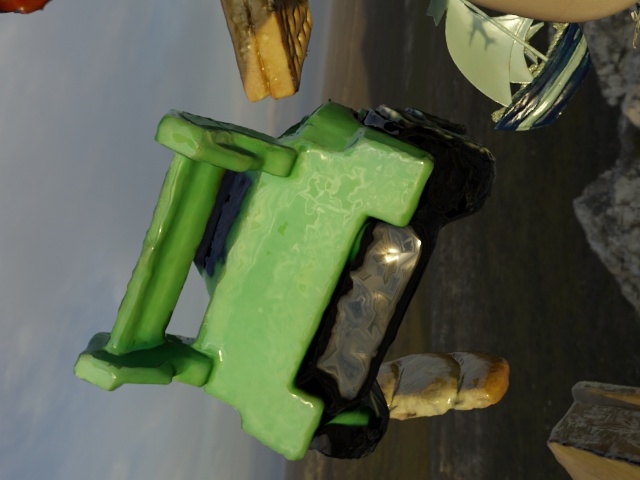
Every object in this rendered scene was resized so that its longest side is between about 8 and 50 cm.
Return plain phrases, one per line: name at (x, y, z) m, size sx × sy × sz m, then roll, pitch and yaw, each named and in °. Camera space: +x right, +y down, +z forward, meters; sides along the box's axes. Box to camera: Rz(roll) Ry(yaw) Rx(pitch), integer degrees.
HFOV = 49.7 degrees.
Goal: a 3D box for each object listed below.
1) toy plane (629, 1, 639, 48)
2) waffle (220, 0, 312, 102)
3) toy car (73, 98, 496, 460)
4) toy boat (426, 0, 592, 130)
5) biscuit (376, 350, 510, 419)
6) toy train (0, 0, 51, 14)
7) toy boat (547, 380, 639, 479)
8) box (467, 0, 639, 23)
toy plane at (0.240, -0.173, 0.499) m, size 0.078 × 0.084 × 0.024 m, roll -50°, pitch 27°, yaw -22°
waffle at (-0.087, -0.414, 1.246) m, size 0.328 × 0.098 × 0.224 m, roll -83°, pitch -16°, yaw -51°
toy car at (0.000, 0.000, 0.487) m, size 0.359 × 0.176 × 0.213 m, roll -64°, pitch -4°, yaw -75°
toy boat at (0.323, -0.327, 1.147) m, size 0.292 × 0.210 × 0.070 m, roll 59°, pitch 179°, yaw 2°
biscuit at (0.117, 0.190, 0.905) m, size 0.154 × 0.299 × 0.045 m, roll -34°, pitch -79°, yaw -54°
toy train at (-0.076, -0.247, 0.370) m, size 0.409 × 0.086 × 0.089 m, roll -49°, pitch -21°, yaw -19°
toy boat at (0.242, 0.160, 0.455) m, size 0.061 × 0.116 × 0.188 m, roll -41°, pitch 10°, yaw -18°
box at (0.113, -0.189, 0.285) m, size 0.200 × 0.146 × 0.088 m, roll 104°, pitch 179°, yaw -47°
